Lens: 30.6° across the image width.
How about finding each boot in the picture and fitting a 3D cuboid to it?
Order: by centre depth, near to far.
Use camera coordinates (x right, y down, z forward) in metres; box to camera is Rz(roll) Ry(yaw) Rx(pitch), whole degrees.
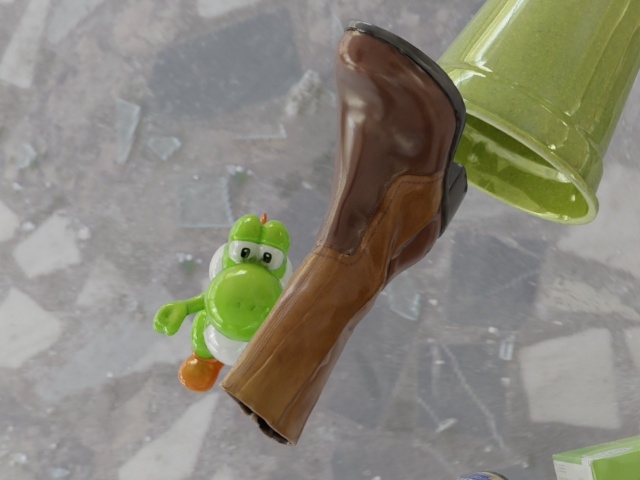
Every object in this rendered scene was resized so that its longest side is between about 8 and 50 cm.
[{"bbox_3d":[0.000,0.000,0.906,0.096,0.264,0.280,30,70,21],"label":"boot"}]

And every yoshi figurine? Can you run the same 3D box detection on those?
[{"bbox_3d":[-0.122,0.125,1.690,0.203,0.362,0.203,-17,54,-25],"label":"yoshi figurine"}]

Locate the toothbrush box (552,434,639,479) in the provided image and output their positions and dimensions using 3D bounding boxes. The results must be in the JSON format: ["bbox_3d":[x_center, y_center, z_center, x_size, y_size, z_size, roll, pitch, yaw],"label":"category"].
[{"bbox_3d":[0.412,0.256,1.239,0.283,0.206,0.122,-11,81,0],"label":"toothbrush box"}]

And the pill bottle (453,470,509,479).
[{"bbox_3d":[0.192,0.411,1.684,0.122,0.219,0.123,2,94,40],"label":"pill bottle"}]

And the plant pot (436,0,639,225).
[{"bbox_3d":[0.260,-0.196,1.377,0.276,0.276,0.254,29,81,19],"label":"plant pot"}]
